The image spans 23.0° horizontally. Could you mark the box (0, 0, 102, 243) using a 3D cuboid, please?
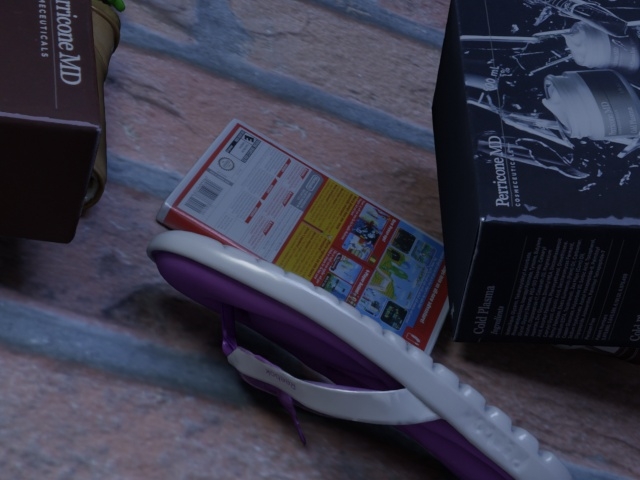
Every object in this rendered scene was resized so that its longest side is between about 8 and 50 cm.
[{"bbox_3d":[-0.373,-0.124,1.231,0.382,0.143,0.191,7,44,-20],"label":"box"}]

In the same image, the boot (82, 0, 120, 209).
[{"bbox_3d":[-0.295,-0.167,1.461,0.236,0.089,0.269,19,36,-15],"label":"boot"}]

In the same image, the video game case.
[{"bbox_3d":[0.000,0.000,1.532,0.285,0.025,0.204,31,32,0],"label":"video game case"}]

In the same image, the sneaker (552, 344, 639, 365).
[{"bbox_3d":[0.307,0.028,1.688,0.163,0.106,0.281,24,44,-20],"label":"sneaker"}]

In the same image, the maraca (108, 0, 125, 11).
[{"bbox_3d":[-0.270,-0.322,1.676,0.185,0.099,0.127,53,5,7],"label":"maraca"}]

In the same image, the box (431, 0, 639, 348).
[{"bbox_3d":[0.282,-0.074,1.552,0.313,0.179,0.343,1,47,-4],"label":"box"}]

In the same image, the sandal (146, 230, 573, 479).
[{"bbox_3d":[0.023,0.128,1.302,0.416,0.169,0.102,32,73,1],"label":"sandal"}]
